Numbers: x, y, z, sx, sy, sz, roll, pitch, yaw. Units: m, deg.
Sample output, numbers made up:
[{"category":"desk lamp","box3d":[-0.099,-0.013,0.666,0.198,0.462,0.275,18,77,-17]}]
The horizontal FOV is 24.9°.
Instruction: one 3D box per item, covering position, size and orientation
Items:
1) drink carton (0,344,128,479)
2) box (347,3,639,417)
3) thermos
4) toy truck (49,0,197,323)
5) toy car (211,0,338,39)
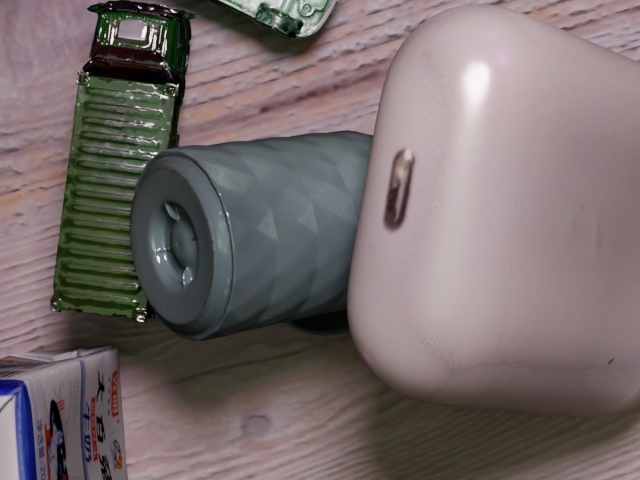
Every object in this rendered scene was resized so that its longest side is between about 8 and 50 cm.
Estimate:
[{"category":"drink carton","box3d":[-0.227,0.154,1.089,0.106,0.315,0.130,-3,90,4]},{"category":"box","box3d":[0.166,-0.012,1.101,0.141,0.349,0.289,8,88,42]},{"category":"thermos","box3d":[0.000,0.000,1.142,0.286,0.145,0.182,-8,126,-37]},{"category":"toy truck","box3d":[-0.159,-0.068,1.188,0.088,0.121,0.259,7,90,-1]},{"category":"toy car","box3d":[-0.088,-0.246,1.213,0.224,0.076,0.090,26,88,-8]}]
